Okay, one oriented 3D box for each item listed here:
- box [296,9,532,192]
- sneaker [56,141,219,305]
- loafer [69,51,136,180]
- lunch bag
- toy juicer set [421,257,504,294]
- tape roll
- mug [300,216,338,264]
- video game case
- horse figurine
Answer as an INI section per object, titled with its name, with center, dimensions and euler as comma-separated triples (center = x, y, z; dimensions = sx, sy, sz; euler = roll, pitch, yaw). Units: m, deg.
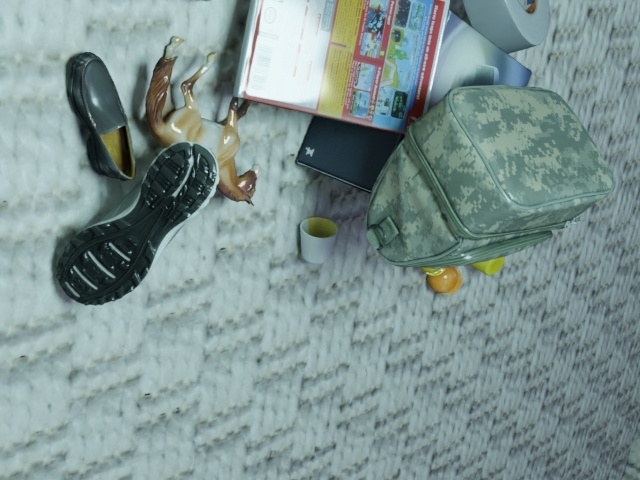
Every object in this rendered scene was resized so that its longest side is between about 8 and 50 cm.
[box]
center = 0.158, -0.201, 1.615
dimensions = 0.294, 0.183, 0.296
euler = 16, 96, -52
[sneaker]
center = -0.227, -0.019, 1.290
dimensions = 0.271, 0.100, 0.108
euler = -43, -175, 8
[loafer]
center = -0.261, -0.151, 1.233
dimensions = 0.062, 0.061, 0.170
euler = -37, 134, -31
[lunch bag]
center = 0.235, -0.075, 1.458
dimensions = 0.305, 0.212, 0.256
euler = -11, 159, -44
[toy juicer set]
center = 0.262, -0.033, 1.923
dimensions = 0.209, 0.089, 0.329
euler = -29, 140, -21
[tape roll]
center = 0.309, -0.426, 1.679
dimensions = 0.219, 0.072, 0.219
euler = 22, 63, -51
[mug]
center = 0.001, 0.002, 1.640
dimensions = 0.078, 0.062, 0.064
euler = -20, 133, -35
[video game case]
center = 0.033, -0.269, 1.383
dimensions = 0.285, 0.025, 0.204
euler = 10, 94, -23
[horse figurine]
center = -0.158, -0.163, 1.349
dimensions = 0.263, 0.066, 0.174
euler = 23, 86, -55
